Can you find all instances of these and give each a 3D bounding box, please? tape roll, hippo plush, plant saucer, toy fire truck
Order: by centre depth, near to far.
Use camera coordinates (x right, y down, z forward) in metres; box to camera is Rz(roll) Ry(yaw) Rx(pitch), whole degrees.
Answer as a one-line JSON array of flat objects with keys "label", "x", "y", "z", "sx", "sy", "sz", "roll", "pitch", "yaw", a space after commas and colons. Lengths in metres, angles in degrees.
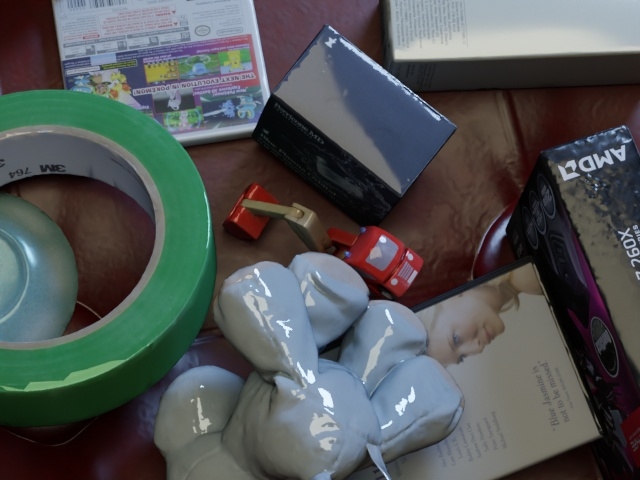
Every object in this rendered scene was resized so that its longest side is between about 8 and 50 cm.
[{"label": "hippo plush", "x": -0.023, "y": 0.181, "z": 1.671, "sx": 0.234, "sy": 0.236, "sz": 0.294, "roll": 10, "pitch": 48, "yaw": -38}, {"label": "tape roll", "x": -0.257, "y": 0.012, "z": 1.713, "sx": 0.321, "sy": 0.077, "sz": 0.321, "roll": -1, "pitch": 59, "yaw": 1}, {"label": "toy fire truck", "x": 0.000, "y": 0.000, "z": 1.756, "sx": 0.135, "sy": 0.192, "sz": 0.047, "roll": 39, "pitch": 73, "yaw": -20}, {"label": "plant saucer", "x": -0.331, "y": 0.038, "z": 1.781, "sx": 0.195, "sy": 0.037, "sz": 0.195, "roll": 1, "pitch": 73, "yaw": -2}]

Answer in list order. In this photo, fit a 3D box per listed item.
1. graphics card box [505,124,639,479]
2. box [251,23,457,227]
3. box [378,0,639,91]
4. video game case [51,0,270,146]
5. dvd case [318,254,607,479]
[{"label": "graphics card box", "x": 0.285, "y": 0.106, "z": 1.686, "sx": 0.094, "sy": 0.233, "sz": 0.371, "roll": -17, "pitch": 75, "yaw": -7}, {"label": "box", "x": 0.028, "y": -0.103, "z": 1.767, "sx": 0.156, "sy": 0.158, "sz": 0.093, "roll": 38, "pitch": 75, "yaw": 1}, {"label": "box", "x": 0.199, "y": -0.215, "z": 1.855, "sx": 0.275, "sy": 0.094, "sz": 0.113, "roll": -1, "pitch": 73, "yaw": -3}, {"label": "video game case", "x": -0.158, "y": -0.179, "z": 1.865, "sx": 0.201, "sy": 0.023, "sz": 0.183, "roll": -9, "pitch": 73, "yaw": -6}, {"label": "dvd case", "x": 0.117, "y": 0.144, "z": 1.723, "sx": 0.253, "sy": 0.022, "sz": 0.180, "roll": -25, "pitch": 74, "yaw": 16}]
